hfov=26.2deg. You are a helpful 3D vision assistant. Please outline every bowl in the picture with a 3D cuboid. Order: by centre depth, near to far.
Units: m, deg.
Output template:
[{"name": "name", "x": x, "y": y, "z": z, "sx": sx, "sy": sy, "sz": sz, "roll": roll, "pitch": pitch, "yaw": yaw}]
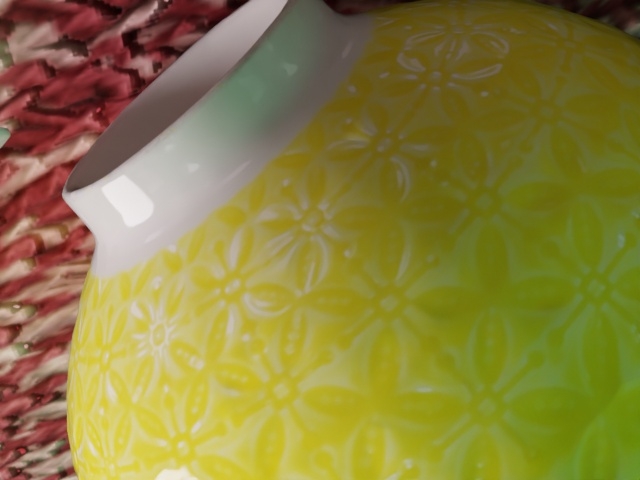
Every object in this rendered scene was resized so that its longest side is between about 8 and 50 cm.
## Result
[{"name": "bowl", "x": 0.000, "y": 0.000, "z": 0.505, "sx": 0.289, "sy": 0.289, "sz": 0.156, "roll": -39, "pitch": 108, "yaw": 13}]

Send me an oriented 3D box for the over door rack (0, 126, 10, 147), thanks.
[{"name": "over door rack", "x": -0.148, "y": -0.126, "z": 0.281, "sx": 0.240, "sy": 0.108, "sz": 0.324, "roll": -7, "pitch": 157, "yaw": -34}]
